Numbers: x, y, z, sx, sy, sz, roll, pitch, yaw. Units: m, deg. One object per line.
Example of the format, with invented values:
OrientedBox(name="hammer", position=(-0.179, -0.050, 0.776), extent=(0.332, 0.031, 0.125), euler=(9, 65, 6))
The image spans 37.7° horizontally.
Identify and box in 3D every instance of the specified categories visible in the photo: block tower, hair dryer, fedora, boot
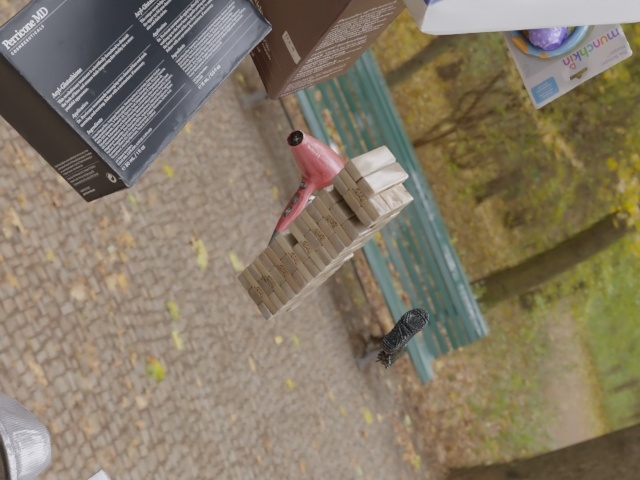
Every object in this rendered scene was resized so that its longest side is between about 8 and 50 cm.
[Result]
OrientedBox(name="block tower", position=(0.000, 0.000, 1.417), extent=(0.097, 0.335, 0.091), euler=(-26, 75, -47))
OrientedBox(name="hair dryer", position=(-0.023, -0.086, 1.824), extent=(0.223, 0.080, 0.293), euler=(-43, 139, -45))
OrientedBox(name="fedora", position=(-0.446, 0.277, 1.213), extent=(0.124, 0.275, 0.243), euler=(-12, 89, -59))
OrientedBox(name="boot", position=(0.157, 0.191, 1.813), extent=(0.045, 0.121, 0.099), euler=(42, -19, 19))

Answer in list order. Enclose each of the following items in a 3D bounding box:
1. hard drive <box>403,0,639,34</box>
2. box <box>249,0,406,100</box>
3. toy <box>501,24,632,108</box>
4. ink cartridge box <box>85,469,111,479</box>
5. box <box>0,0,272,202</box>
OrientedBox(name="hard drive", position=(0.120, -0.295, 0.776), extent=(0.040, 0.210, 0.318), euler=(108, -32, -50))
OrientedBox(name="box", position=(-0.002, -0.337, 1.201), extent=(0.191, 0.143, 0.381), euler=(65, -21, 3))
OrientedBox(name="toy", position=(0.265, -0.299, 1.147), extent=(0.056, 0.137, 0.237), euler=(-1, 68, -50))
OrientedBox(name="ink cartridge box", position=(-0.454, 0.479, 1.397), extent=(0.065, 0.333, 0.165), euler=(50, -31, 11))
OrientedBox(name="box", position=(-0.199, -0.197, 0.948), extent=(0.184, 0.103, 0.261), euler=(50, 56, -23))
